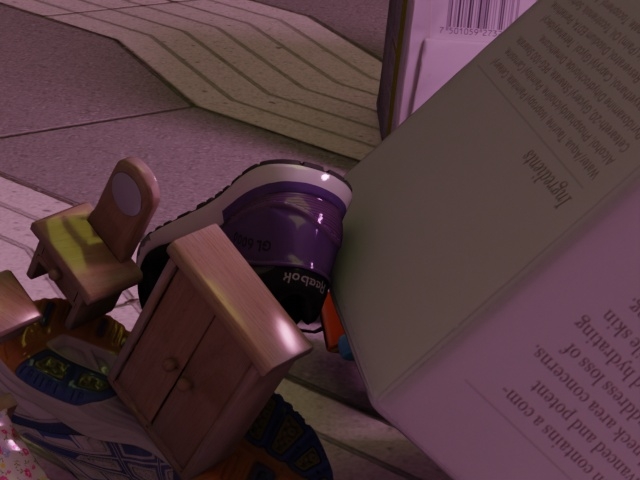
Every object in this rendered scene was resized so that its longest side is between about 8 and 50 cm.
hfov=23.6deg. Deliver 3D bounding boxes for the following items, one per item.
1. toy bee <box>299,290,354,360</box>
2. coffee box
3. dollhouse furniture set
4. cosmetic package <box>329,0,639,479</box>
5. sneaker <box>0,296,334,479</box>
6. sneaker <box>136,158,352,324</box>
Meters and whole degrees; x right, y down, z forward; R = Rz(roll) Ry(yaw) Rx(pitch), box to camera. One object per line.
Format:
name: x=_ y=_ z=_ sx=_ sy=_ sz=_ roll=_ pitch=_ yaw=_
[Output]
toy bee: x=0.056 y=0.055 z=1.445 sx=0.298 sy=0.195 sz=0.162 roll=5 pitch=-5 yaw=29
coffee box: x=0.264 y=-0.275 z=2.039 sx=0.338 sy=0.338 sz=0.334 roll=4 pitch=22 yaw=-3
dollhouse furniture set: x=-0.203 y=0.122 z=1.005 sx=0.356 sy=0.174 sz=0.303 roll=-24 pitch=67 yaw=-40
cosmetic package: x=0.252 y=0.016 z=1.137 sx=0.329 sy=0.394 sz=0.327 roll=44 pitch=10 yaw=-24
sneaker: x=-0.129 y=0.157 z=1.226 sx=0.296 sy=0.131 sz=0.112 roll=31 pitch=46 yaw=1
sneaker: x=-0.079 y=0.045 z=1.188 sx=0.107 sy=0.283 sz=0.124 roll=17 pitch=62 yaw=-21
